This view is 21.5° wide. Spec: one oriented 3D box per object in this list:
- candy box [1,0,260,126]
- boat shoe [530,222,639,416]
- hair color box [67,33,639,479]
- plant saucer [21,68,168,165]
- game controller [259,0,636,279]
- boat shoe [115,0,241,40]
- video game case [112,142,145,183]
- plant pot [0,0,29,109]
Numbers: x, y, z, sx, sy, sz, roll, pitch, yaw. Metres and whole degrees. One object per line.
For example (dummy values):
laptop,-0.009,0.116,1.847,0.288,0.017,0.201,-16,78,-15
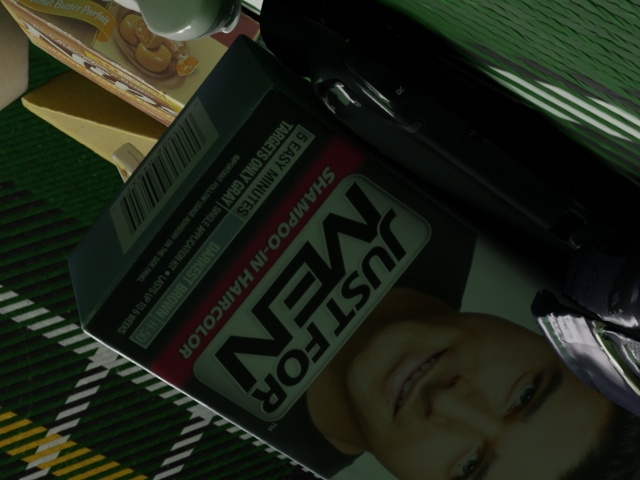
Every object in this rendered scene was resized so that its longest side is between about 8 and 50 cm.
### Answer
candy box,-0.149,-0.165,1.348,0.183,0.087,0.316,31,178,-3
boat shoe,0.274,0.096,0.986,0.340,0.127,0.158,42,164,-26
hair color box,0.046,0.058,1.074,0.374,0.185,0.113,34,-169,-24
plant saucer,-0.080,-0.087,1.679,0.333,0.081,0.333,17,172,20
game controller,0.099,-0.057,1.039,0.319,0.067,0.166,33,-169,-34
boat shoe,-0.083,-0.156,1.073,0.063,0.066,0.184,17,-178,-24
video game case,-0.105,0.029,1.621,0.206,0.026,0.227,43,166,26
plant pot,-0.365,-0.208,1.559,0.191,0.284,0.284,0,-176,-11
